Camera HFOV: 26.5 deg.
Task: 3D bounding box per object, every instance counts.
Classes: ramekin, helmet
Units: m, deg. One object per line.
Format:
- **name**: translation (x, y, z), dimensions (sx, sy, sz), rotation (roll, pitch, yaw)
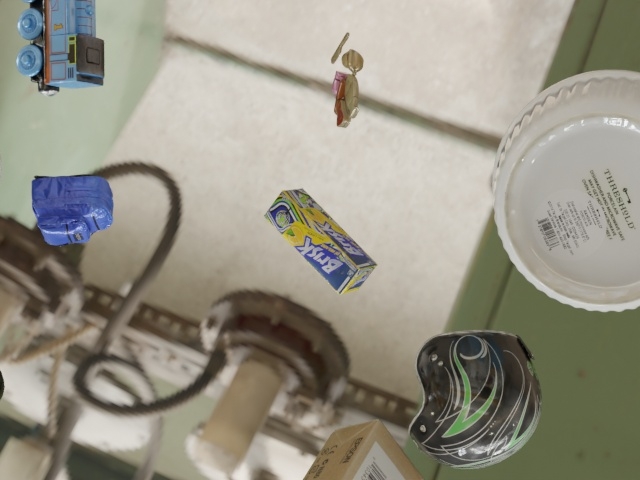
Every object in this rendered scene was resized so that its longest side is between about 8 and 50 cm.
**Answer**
- **ramekin**: translation (0.244, -0.036, 1.154), dimensions (0.207, 0.109, 0.207), rotation (4, 106, 15)
- **helmet**: translation (0.194, 0.206, 1.713), dimensions (0.169, 0.162, 0.169), rotation (-1, 159, 0)

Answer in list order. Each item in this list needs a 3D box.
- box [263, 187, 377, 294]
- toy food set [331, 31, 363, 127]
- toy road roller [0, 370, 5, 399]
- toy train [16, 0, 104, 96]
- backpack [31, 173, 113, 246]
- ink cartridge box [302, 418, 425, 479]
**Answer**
- **box**: translation (0.000, 0.000, 1.962), dimensions (0.169, 0.059, 0.054), rotation (45, 116, 19)
- **toy food set**: translation (0.033, -0.182, 1.610), dimensions (0.019, 0.122, 0.078), rotation (9, 148, -18)
- **toy road roller**: translation (-0.461, 0.199, 1.269), dimensions (0.240, 0.202, 0.329), rotation (28, 129, 5)
- **toy train**: translation (-0.339, -0.282, 1.781), dimensions (0.105, 0.184, 0.080), rotation (-1, 178, 25)
- **backpack**: translation (-0.385, -0.047, 2.142), dimensions (0.120, 0.101, 0.098), rotation (-7, 158, -1)
- **ink cartridge box**: translation (0.048, 0.367, 1.650), dimensions (0.088, 0.235, 0.193), rotation (-23, 112, 41)
